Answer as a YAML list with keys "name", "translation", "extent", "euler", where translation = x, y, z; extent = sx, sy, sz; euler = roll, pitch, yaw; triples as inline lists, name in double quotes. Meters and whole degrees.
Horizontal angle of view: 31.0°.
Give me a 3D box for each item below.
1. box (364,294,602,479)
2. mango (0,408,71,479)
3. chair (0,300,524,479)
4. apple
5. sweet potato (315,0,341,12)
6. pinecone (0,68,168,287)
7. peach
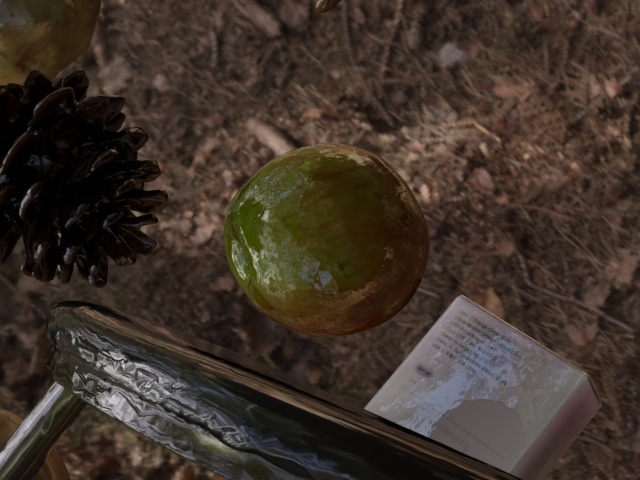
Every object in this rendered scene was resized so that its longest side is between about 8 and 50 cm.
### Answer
- name: "box"
  translation: [0.176, 0.220, 1.382]
  extent: [0.203, 0.106, 0.251]
  euler: [32, 76, 37]
- name: "mango"
  translation: [-0.423, 0.382, 1.511]
  extent: [0.221, 0.199, 0.384]
  euler: [-38, 38, 7]
- name: "chair"
  translation: [-0.067, 0.267, 0.556]
  extent: [0.365, 0.362, 0.410]
  euler: [12, 78, 58]
- name: "apple"
  translation: [0.000, 0.000, 1.129]
  extent: [0.196, 0.196, 0.195]
  euler: [-8, 73, 27]
- name: "sweet potato"
  translation: [0.061, -0.251, 0.959]
  extent: [0.050, 0.050, 0.214]
  euler: [24, 46, 32]
- name: "pinecone"
  translation: [-0.233, -0.048, 1.049]
  extent: [0.208, 0.208, 0.207]
  euler: [-8, 73, 27]
- name: "peach"
  translation: [-0.426, -0.315, 1.604]
  extent: [0.235, 0.214, 0.214]
  euler: [-49, 57, 32]
